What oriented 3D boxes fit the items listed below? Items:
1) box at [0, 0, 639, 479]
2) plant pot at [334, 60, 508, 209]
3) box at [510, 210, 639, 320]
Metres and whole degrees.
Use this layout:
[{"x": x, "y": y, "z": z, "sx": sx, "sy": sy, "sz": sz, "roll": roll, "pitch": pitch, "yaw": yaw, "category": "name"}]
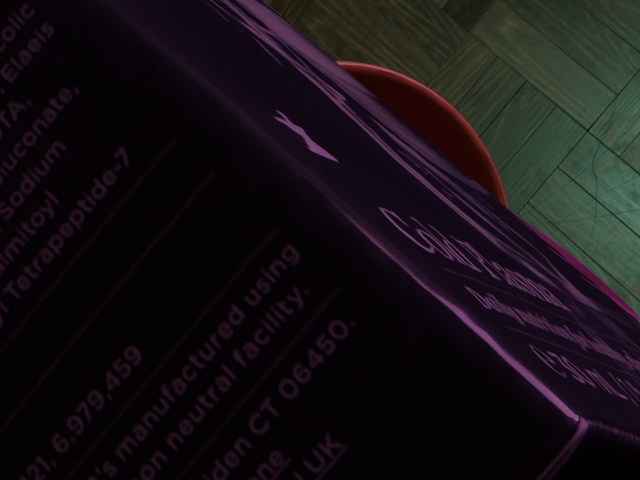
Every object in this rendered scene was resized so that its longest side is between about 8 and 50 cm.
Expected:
[{"x": -0.078, "y": 0.053, "z": 0.853, "sx": 0.472, "sy": 0.297, "sz": 0.480, "roll": 41, "pitch": 7, "yaw": 23, "category": "box"}, {"x": -0.019, "y": 0.001, "z": 1.581, "sx": 0.291, "sy": 0.291, "sz": 0.203, "roll": 37, "pitch": -8, "yaw": -19, "category": "plant pot"}, {"x": 0.122, "y": 0.092, "z": 1.746, "sx": 0.213, "sy": 0.243, "sz": 0.117, "roll": 33, "pitch": 10, "yaw": -43, "category": "box"}]
